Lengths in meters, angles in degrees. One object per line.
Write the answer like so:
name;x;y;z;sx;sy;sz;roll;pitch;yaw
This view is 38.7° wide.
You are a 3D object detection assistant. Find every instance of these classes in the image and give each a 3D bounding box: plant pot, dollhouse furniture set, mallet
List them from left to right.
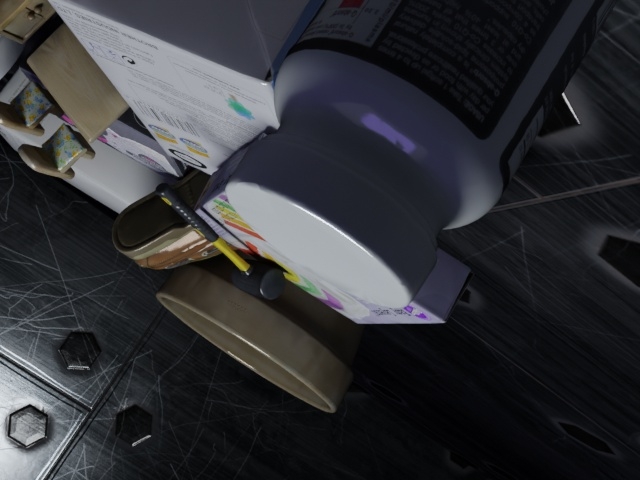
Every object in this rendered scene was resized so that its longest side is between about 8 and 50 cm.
dollhouse furniture set;-0.332;-0.234;1.102;0.242;0.212;0.161;51;-170;13
mallet;-0.103;0.003;0.972;0.062;0.039;0.190;19;159;41
plant pot;-0.042;0.058;1.390;0.323;0.280;0.323;30;167;8

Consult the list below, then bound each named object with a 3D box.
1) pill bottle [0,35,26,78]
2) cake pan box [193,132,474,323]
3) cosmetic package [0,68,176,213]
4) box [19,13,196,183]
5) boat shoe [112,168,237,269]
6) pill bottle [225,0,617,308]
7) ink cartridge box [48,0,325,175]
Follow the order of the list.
pill bottle;-0.623;-0.372;1.452;0.283;0.160;0.160;42;164;-34
cake pan box;0.000;0.000;0.948;0.245;0.070;0.267;31;167;-14
cosmetic package;-0.304;-0.154;1.424;0.365;0.197;0.155;32;166;7
box;-0.259;-0.202;1.267;0.247;0.142;0.163;30;166;14
boat shoe;-0.129;-0.046;1.241;0.307;0.111;0.104;-18;149;18
pill bottle;0.069;-0.108;0.576;0.162;0.278;0.162;31;165;9
ink cartridge box;-0.077;-0.162;0.979;0.270;0.151;0.395;26;164;22
